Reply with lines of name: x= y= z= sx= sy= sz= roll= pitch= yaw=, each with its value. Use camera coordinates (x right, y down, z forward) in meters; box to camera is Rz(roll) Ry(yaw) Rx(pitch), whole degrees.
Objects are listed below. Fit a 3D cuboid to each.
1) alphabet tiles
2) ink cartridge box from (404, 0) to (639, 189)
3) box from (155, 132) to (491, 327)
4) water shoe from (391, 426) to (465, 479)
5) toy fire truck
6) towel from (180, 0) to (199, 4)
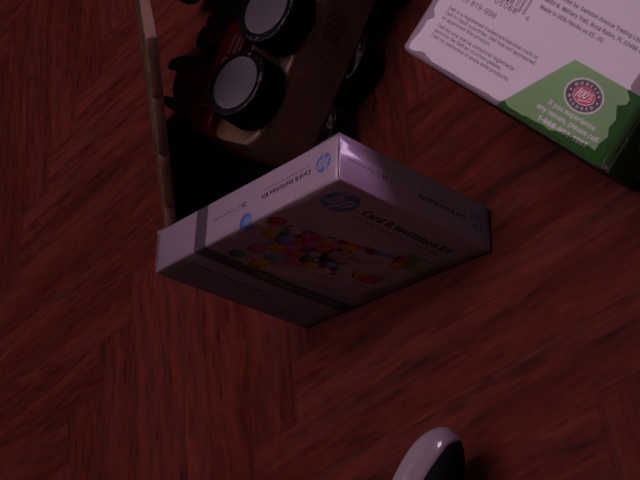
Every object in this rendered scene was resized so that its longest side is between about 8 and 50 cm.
alphabet tiles: x=-0.146 y=-0.167 z=1.082 sx=0.342 sy=0.011 sz=0.285 roll=90 pitch=170 yaw=-46
ink cartridge box: x=0.174 y=-0.159 z=0.761 sx=0.153 sy=0.087 sz=0.208 roll=36 pitch=100 yaw=25
box: x=0.000 y=0.000 z=0.878 sx=0.186 sy=0.145 sz=0.038 roll=-26 pitch=53 yaw=40
water shoe: x=0.070 y=0.213 z=0.749 sx=0.080 sy=0.073 sz=0.203 roll=9 pitch=75 yaw=25
toy fire truck: x=-0.055 y=-0.178 z=1.074 sx=0.246 sy=0.158 sz=0.217 roll=17 pitch=84 yaw=43
towel: x=-0.068 y=-0.319 z=1.110 sx=0.237 sy=0.037 sz=0.329 roll=-60 pitch=4 yaw=3
